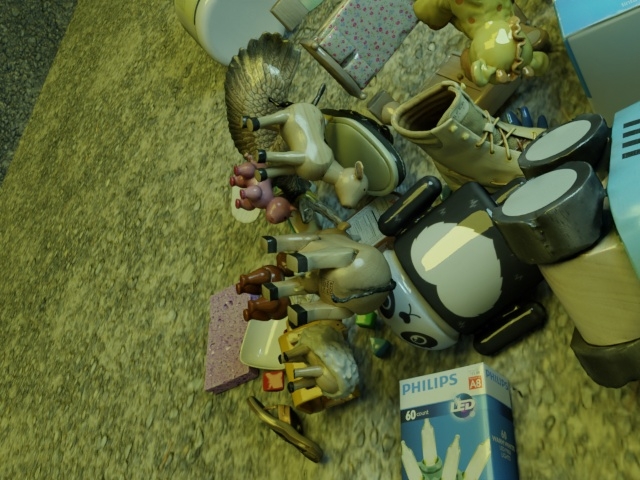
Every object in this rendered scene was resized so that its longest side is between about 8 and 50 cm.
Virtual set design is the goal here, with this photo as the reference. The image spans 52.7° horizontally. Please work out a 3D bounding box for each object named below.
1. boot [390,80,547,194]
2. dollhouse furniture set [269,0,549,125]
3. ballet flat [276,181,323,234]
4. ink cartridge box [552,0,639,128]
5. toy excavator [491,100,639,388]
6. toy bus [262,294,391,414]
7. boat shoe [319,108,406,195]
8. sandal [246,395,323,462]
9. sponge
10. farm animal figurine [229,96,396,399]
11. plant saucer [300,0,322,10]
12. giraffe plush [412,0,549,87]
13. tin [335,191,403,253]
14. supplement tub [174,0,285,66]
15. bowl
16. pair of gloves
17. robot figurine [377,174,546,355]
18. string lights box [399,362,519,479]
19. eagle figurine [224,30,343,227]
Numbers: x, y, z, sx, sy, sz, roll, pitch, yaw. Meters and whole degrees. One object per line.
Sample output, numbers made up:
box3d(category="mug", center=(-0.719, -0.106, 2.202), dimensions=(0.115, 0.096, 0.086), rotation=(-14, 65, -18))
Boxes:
box3d(category="boot", center=(0.251, -0.146, 0.912), dimensions=(0.262, 0.203, 0.095), rotation=(1, 66, 43))
box3d(category="dollhouse furniture set", center=(0.158, -0.353, 1.036), dimensions=(0.303, 0.355, 0.174), rotation=(-49, 33, 6))
box3d(category="ballet flat", center=(-0.035, -0.075, 1.264), dimensions=(0.073, 0.080, 0.232), rotation=(-41, 43, 15))
box3d(category="ink cartridge box", center=(0.404, -0.337, 0.905), dimensions=(0.129, 0.223, 0.307), rotation=(-19, 52, 29))
box3d(category="toy excavator", center=(0.457, -0.089, 0.670), dimensions=(0.445, 0.222, 0.433), rotation=(-23, 18, 36))
box3d(category="toy bus", center=(-0.013, 0.167, 1.015), dimensions=(0.202, 0.104, 0.191), rotation=(20, 77, 28))
box3d(category="boat shoe", center=(0.079, -0.178, 1.205), dimensions=(0.340, 0.113, 0.127), rotation=(33, 134, 57))
box3d(category="sandal", center=(-0.052, 0.297, 1.048), dimensions=(0.180, 0.072, 0.049), rotation=(20, 63, 47))
box3d(category="sponge", center=(-0.171, 0.183, 1.260), dimensions=(0.117, 0.031, 0.210), rotation=(-26, 48, 29))
box3d(category="farm animal figurine", center=(0.000, 0.000, 0.891), dimensions=(0.327, 0.172, 0.330), rotation=(-128, 38, -50))
box3d(category="plant saucer", center=(-0.029, -0.678, 1.688), dimensions=(0.195, 0.037, 0.195), rotation=(-25, 49, 31))
box3d(category="giraffe plush", center=(0.244, -0.300, 0.918), dimensions=(0.181, 0.210, 0.170), rotation=(-17, 91, 6))
box3d(category="tin", center=(0.085, -0.010, 1.141), dimensions=(0.189, 0.040, 0.106), rotation=(-38, 48, 19))
box3d(category="supplement tub", center=(-0.250, -0.612, 1.704), dimensions=(0.235, 0.235, 0.325), rotation=(-48, 41, 9))
box3d(category="bowl", center=(-0.069, 0.167, 1.156), dimensions=(0.142, 0.053, 0.142), rotation=(-2, 64, 43))
box3d(category="pair of gloves", center=(0.277, -0.127, 1.044), dimensions=(0.198, 0.023, 0.159), rotation=(-25, 49, 29))
box3d(category="robot figurine", center=(0.199, 0.031, 0.898), dimensions=(0.278, 0.173, 0.209), rotation=(-40, 43, 16))
box3d(category="string lights box", center=(0.176, 0.300, 0.817), dimensions=(0.133, 0.077, 0.260), rotation=(-22, 50, 34))
box3d(category="eagle figurine", center=(-0.065, -0.172, 1.110), dimensions=(0.226, 0.298, 0.225), rotation=(8, 59, 19))
